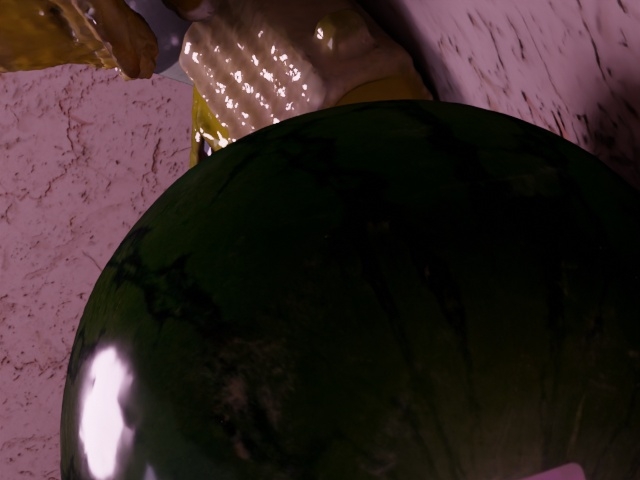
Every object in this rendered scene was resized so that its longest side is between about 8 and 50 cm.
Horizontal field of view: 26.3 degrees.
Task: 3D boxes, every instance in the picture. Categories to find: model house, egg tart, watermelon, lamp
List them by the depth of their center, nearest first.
[{"bbox_3d":[0.039,0.096,0.667,0.363,0.363,0.363,59,177,6],"label":"watermelon"},{"bbox_3d":[-0.237,-0.216,0.965,0.315,0.120,0.315,52,177,4],"label":"egg tart"},{"bbox_3d":[0.000,-0.104,1.065,0.193,0.175,0.234,54,150,41],"label":"model house"},{"bbox_3d":[-0.137,-0.276,1.791,0.314,0.182,0.182,26,-171,-20],"label":"lamp"}]

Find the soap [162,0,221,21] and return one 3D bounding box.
[{"bbox_3d":[-0.162,-0.365,0.962,0.304,0.169,0.338,54,175,44],"label":"soap"}]
